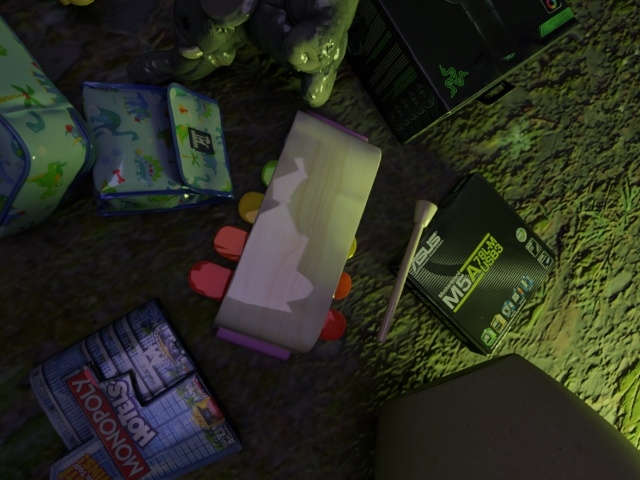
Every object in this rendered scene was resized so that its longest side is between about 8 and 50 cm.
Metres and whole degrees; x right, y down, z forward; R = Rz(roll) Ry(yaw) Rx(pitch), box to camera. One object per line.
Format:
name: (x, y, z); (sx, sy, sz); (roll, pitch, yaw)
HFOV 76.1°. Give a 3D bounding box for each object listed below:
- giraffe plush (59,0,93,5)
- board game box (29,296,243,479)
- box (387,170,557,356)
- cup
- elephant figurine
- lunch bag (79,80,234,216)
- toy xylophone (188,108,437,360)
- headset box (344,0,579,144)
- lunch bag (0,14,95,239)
giraffe plush: (-0.279, -0.359, 0.442); (0.170, 0.181, 0.210); (-55, 134, -3)
board game box: (-0.218, 0.195, 0.442); (0.194, 0.060, 0.194); (-32, 94, -16)
box: (0.220, 0.031, 0.582); (0.184, 0.045, 0.191); (46, 75, -9)
cup: (0.187, 0.264, 0.440); (0.331, 0.331, 0.237); (-15, 68, -16)
elephant figurine: (-0.087, -0.258, 0.455); (0.239, 0.169, 0.186); (20, 68, 1)
lunch bag: (-0.180, -0.102, 0.466); (0.151, 0.096, 0.129); (-7, 84, -31)
toy xylophone: (0.000, 0.000, 0.506); (0.236, 0.081, 0.323); (30, 78, -11)
headset box: (0.160, -0.306, 0.551); (0.246, 0.131, 0.283); (-34, 95, -15)
lunch bag: (-0.335, -0.118, 0.388); (0.176, 0.090, 0.219); (-38, 95, 30)
